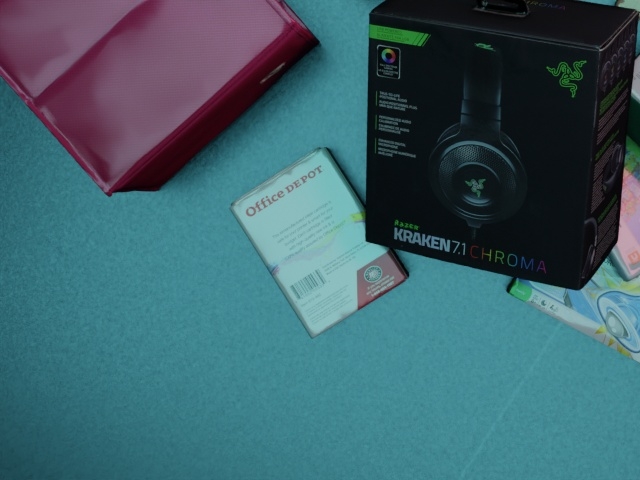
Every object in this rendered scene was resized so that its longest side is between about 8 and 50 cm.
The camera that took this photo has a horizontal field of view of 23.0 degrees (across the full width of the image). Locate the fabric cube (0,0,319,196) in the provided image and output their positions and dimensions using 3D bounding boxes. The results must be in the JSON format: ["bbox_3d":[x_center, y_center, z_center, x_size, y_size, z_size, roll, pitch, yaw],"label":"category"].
[{"bbox_3d":[-0.185,-0.223,1.662,0.258,0.254,0.259,-42,89,5],"label":"fabric cube"}]

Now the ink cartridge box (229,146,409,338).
[{"bbox_3d":[0.000,0.000,1.748,0.127,0.072,0.175,-32,90,6],"label":"ink cartridge box"}]

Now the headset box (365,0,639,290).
[{"bbox_3d":[0.183,-0.122,1.613,0.246,0.131,0.283,14,121,23],"label":"headset box"}]

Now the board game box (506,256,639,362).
[{"bbox_3d":[0.325,0.045,1.737,0.201,0.035,0.136,27,95,-1],"label":"board game box"}]

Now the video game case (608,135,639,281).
[{"bbox_3d":[0.370,-0.090,1.711,0.212,0.023,0.193,-30,87,-7],"label":"video game case"}]

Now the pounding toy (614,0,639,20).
[{"bbox_3d":[0.253,-0.236,1.705,0.206,0.094,0.181,-15,91,6],"label":"pounding toy"}]

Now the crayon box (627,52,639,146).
[{"bbox_3d":[0.477,-0.112,1.657,0.323,0.083,0.203,44,74,5],"label":"crayon box"}]
